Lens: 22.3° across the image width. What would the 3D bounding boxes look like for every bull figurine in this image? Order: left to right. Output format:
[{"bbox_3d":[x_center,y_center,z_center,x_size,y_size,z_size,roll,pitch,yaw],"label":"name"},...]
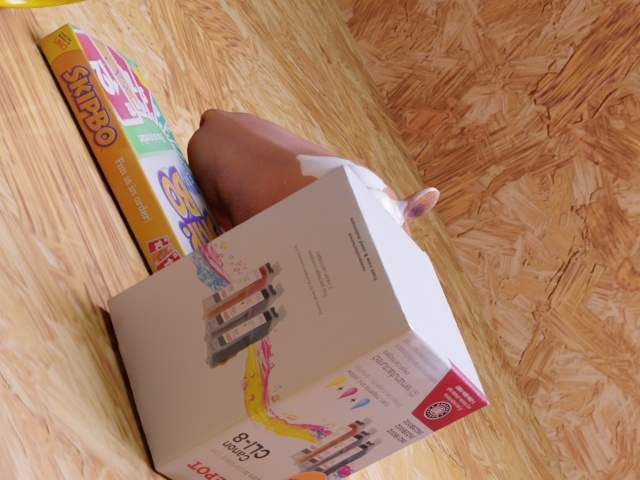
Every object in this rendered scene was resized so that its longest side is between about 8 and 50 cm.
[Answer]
[{"bbox_3d":[0.000,0.000,1.212,0.310,0.101,0.188,39,-30,52],"label":"bull figurine"}]

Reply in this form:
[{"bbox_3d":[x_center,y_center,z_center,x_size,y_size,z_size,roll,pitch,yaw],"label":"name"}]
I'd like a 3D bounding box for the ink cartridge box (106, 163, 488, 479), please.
[{"bbox_3d":[-0.016,0.068,0.988,0.128,0.176,0.127,44,21,-53],"label":"ink cartridge box"}]

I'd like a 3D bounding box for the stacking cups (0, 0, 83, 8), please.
[{"bbox_3d":[-0.205,-0.322,1.115,0.096,0.096,0.316,10,71,-76],"label":"stacking cups"}]

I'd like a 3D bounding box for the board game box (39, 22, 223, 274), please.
[{"bbox_3d":[-0.117,-0.032,1.188,0.259,0.039,0.124,65,12,15],"label":"board game box"}]
